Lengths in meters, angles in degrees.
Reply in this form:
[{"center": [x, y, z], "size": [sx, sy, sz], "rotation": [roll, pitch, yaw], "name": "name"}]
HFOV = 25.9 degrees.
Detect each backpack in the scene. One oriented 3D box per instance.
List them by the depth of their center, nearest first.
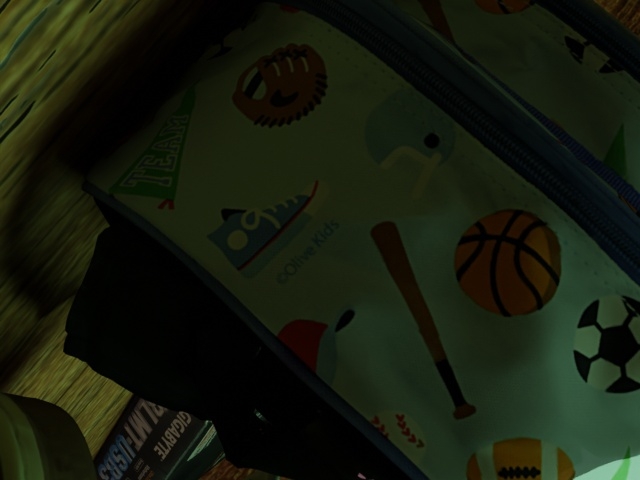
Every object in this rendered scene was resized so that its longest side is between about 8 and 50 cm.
[{"center": [0.045, 0.021, 0.492], "size": [0.213, 0.276, 0.263], "rotation": [-54, 169, 1], "name": "backpack"}]

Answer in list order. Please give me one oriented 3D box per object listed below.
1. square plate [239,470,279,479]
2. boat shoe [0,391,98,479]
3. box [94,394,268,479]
[{"center": [-0.164, 0.214, 0.476], "size": [0.344, 0.049, 0.347], "rotation": [-29, -176, 4], "name": "square plate"}, {"center": [-0.165, 0.109, 0.344], "size": [0.095, 0.095, 0.257], "rotation": [14, 132, -45], "name": "boat shoe"}, {"center": [-0.061, 0.112, 1.215], "size": [0.293, 0.073, 0.295], "rotation": [-39, 170, -37], "name": "box"}]
